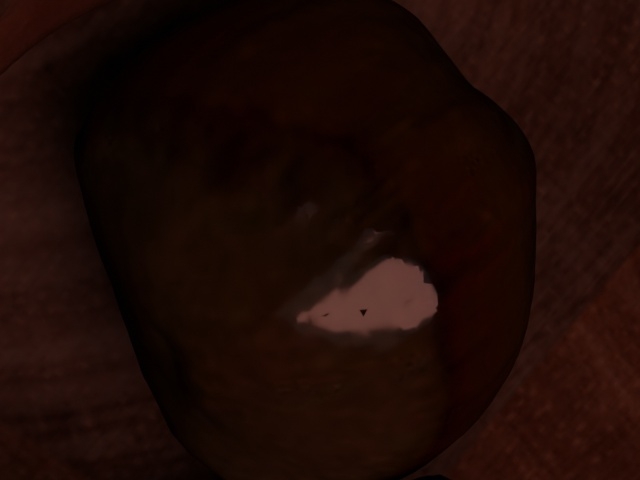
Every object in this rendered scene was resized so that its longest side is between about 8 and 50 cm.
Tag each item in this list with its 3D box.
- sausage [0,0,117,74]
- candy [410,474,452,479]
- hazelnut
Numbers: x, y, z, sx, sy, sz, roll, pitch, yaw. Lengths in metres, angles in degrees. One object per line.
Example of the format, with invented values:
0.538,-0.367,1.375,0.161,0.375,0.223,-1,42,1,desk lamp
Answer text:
-0.147,-0.080,0.624,0.326,0.079,0.087,-39,109,-8,sausage
-0.003,0.185,0.741,0.143,0.101,0.271,16,132,-44,candy
0.008,-0.001,0.671,0.210,0.186,0.210,-2,101,-9,hazelnut
